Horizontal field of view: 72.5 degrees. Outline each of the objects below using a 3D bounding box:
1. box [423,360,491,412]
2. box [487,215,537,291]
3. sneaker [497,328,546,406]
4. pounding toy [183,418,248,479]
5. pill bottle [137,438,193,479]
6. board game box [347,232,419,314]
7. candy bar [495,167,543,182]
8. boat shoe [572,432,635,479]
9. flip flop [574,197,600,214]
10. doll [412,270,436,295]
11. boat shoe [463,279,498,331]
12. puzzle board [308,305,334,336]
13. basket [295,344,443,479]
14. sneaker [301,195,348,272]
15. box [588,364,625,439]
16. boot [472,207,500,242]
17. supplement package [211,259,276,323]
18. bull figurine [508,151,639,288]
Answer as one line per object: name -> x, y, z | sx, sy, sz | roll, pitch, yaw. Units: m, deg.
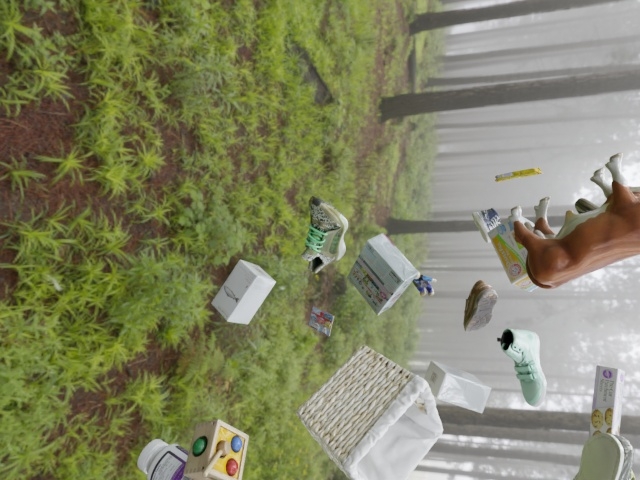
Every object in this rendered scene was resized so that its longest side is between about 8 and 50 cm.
box -> 0.454, 0.488, 1.464 | 0.130, 0.171, 0.090 | -162, -87, -82
box -> 0.617, 0.037, 1.330 | 0.103, 0.114, 0.203 | 21, 42, -32
sneaker -> 0.673, 0.426, 1.484 | 0.094, 0.151, 0.255 | -39, -140, 55
pounding toy -> -0.229, 0.476, 0.964 | 0.141, 0.100, 0.130 | 49, 31, -36
pill bottle -> -0.353, 0.573, 1.074 | 0.108, 0.194, 0.108 | -43, 143, -45
board game box -> 0.252, 0.147, 1.840 | 0.224, 0.098, 0.303 | 51, -33, 20
candy bar -> 0.716, -0.238, 1.583 | 0.040, 0.162, 0.018 | -81, 154, -47
boat shoe -> 0.714, 0.586, 1.087 | 0.109, 0.091, 0.304 | -92, 180, -59
flip flop -> 1.017, -0.064, 1.507 | 0.277, 0.080, 0.112 | 48, -6, 31
doll -> 0.443, 0.182, 1.908 | 0.189, 0.129, 0.046 | 47, 47, -44
boat shoe -> 0.752, 0.316, 2.086 | 0.116, 0.123, 0.324 | -104, -165, -46
puzzle board -> 0.001, 0.359, 1.944 | 0.011, 0.128, 0.096 | 7, 99, -49
basket -> 0.158, 0.554, 1.331 | 0.331, 0.266, 0.328 | -40, 131, -19
sneaker -> 0.000, 0.000, 1.683 | 0.182, 0.158, 0.410 | -50, 153, -25
box -> 0.879, 0.555, 1.346 | 0.063, 0.067, 0.323 | 23, 76, -35
boot -> 0.625, -0.064, 1.609 | 0.190, 0.086, 0.069 | -87, 154, -57
supplement package -> -0.254, 0.172, 1.446 | 0.179, 0.105, 0.105 | -56, 146, 4
bull figurine -> 0.503, -0.030, 0.773 | 0.101, 0.310, 0.188 | 5, 58, -59
